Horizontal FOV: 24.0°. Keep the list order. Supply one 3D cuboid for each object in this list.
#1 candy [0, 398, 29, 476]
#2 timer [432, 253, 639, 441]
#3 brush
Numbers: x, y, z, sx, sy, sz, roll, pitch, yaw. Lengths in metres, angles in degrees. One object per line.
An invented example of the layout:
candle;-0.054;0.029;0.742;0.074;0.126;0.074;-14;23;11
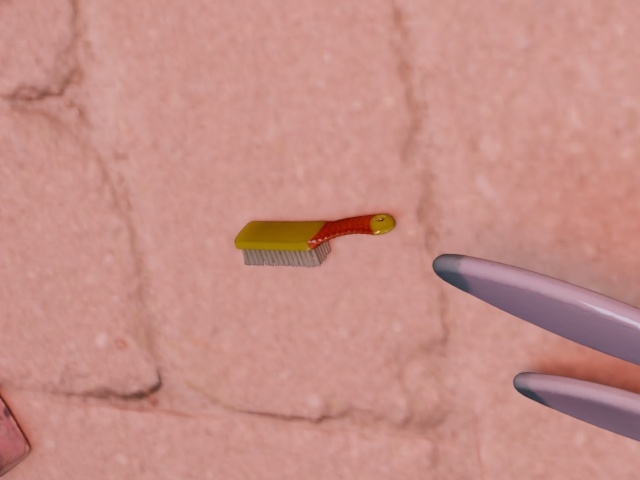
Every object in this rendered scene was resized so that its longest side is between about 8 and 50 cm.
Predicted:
candy;-0.241;0.081;0.837;0.092;0.073;0.160;-26;97;35
timer;0.188;0.056;0.541;0.255;0.175;0.175;45;133;40
brush;0.000;0.000;0.688;0.083;0.019;0.021;-5;119;33
